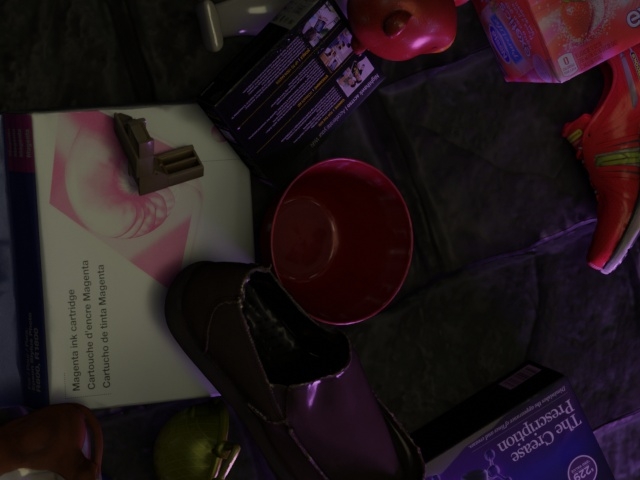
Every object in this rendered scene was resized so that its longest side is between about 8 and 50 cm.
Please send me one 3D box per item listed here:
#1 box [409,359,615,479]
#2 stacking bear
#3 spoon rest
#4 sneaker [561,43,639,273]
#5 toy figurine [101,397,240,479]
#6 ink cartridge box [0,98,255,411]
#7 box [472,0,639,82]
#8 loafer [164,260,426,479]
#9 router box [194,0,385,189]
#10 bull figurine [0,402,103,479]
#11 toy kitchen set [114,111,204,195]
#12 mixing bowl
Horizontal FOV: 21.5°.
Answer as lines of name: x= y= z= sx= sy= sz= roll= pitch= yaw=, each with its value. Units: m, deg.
box: x=0.197 y=0.288 z=1.966 sx=0.261 sy=0.103 sz=0.184 roll=-31 pitch=107 yaw=-14
stacking bear: x=0.128 y=-0.314 z=1.795 sx=0.164 sy=0.175 sz=0.289 roll=39 pitch=67 yaw=-23
spoon rest: x=-0.022 y=-0.262 z=1.857 sx=0.276 sy=0.084 sz=0.137 roll=-16 pitch=102 yaw=-30
sneaker: x=0.339 y=-0.101 z=1.992 sx=0.118 sy=0.107 sz=0.279 roll=11 pitch=88 yaw=-1
toy figurine: x=-0.243 y=0.325 z=1.774 sx=0.217 sy=0.191 sz=0.362 roll=16 pitch=97 yaw=-11
ink cartridge box: x=-0.232 y=0.018 z=1.809 sx=0.330 sy=0.071 sz=0.324 roll=-6 pitch=98 yaw=-20
box: x=0.338 y=-0.304 z=1.928 sx=0.300 sy=0.154 sz=0.142 roll=-27 pitch=103 yaw=-13
loafer: x=-0.011 y=0.165 z=1.776 sx=0.366 sy=0.130 sz=0.134 roll=46 pitch=56 yaw=-17
router box: x=-0.030 y=-0.163 z=1.798 sx=0.179 sy=0.046 sz=0.133 roll=-46 pitch=127 yaw=-13
bull figurine: x=-0.359 y=0.274 z=1.716 sx=0.310 sy=0.188 sz=0.101 roll=-28 pitch=142 yaw=-3
toy kitchen set: x=-0.168 y=-0.106 z=1.754 sx=0.075 sy=0.083 sz=0.068 roll=-18 pitch=57 yaw=-18
mixing bowl: x=0.000 y=0.000 z=1.860 sx=0.181 sy=0.098 sz=0.181 roll=-1 pitch=91 yaw=-32
